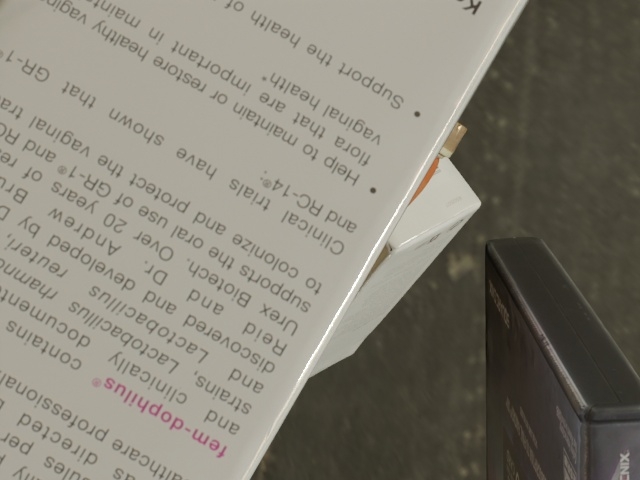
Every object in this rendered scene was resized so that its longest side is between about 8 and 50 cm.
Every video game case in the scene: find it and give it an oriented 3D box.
[{"bbox_3d":[0.077,0.154,0.615,0.026,0.196,0.274,-2,103,-2],"label":"video game case"}]

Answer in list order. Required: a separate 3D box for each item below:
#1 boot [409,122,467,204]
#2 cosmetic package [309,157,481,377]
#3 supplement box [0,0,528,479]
[{"bbox_3d":[-0.020,-0.055,0.856,0.158,0.059,0.085,35,97,28],"label":"boot"},{"bbox_3d":[0.000,0.000,1.237,0.085,0.231,0.117,-27,74,-33],"label":"cosmetic package"},{"bbox_3d":[-0.038,-0.013,0.490,0.114,0.111,0.220,29,74,-1],"label":"supplement box"}]
